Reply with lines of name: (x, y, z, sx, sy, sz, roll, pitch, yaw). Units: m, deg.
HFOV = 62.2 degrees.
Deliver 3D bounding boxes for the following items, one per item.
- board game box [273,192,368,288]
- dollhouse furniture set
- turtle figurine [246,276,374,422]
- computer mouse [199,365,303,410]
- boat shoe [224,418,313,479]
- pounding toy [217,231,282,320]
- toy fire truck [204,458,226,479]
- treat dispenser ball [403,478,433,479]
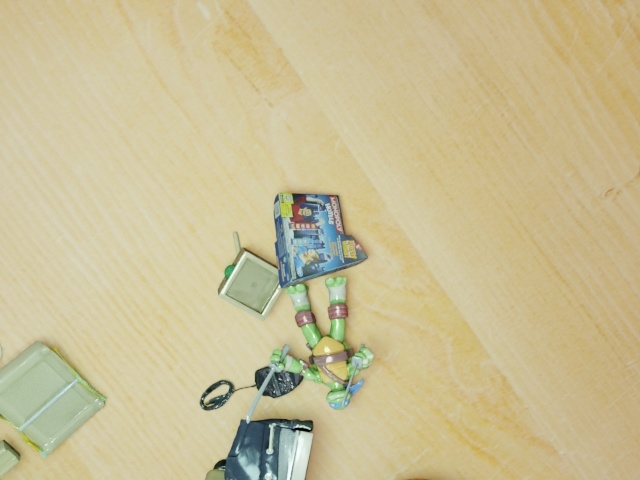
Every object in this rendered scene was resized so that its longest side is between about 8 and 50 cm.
board game box: (0.000, 0.000, 1.141, 0.194, 0.060, 0.194, 1, 71, -28)
dollhouse furniture set: (-0.645, 0.361, 1.120, 0.301, 0.151, 0.198, -42, 114, -20)
turtle figurine: (-0.001, 0.212, 1.078, 0.274, 0.197, 0.267, 5, 69, -43)
computer mouse: (-0.151, 0.321, 1.170, 0.241, 0.041, 0.071, -16, 86, 3)
boat shoe: (-0.117, 0.508, 1.013, 0.157, 0.127, 0.341, 10, 64, 4)
pounding toy: (-0.155, 0.074, 1.145, 0.141, 0.100, 0.130, 31, 89, -14)
toy fire truck: (-0.157, 0.627, 1.121, 0.216, 0.158, 0.247, 10, 101, -4)
treat dispenser ball: (0.208, 0.635, 1.065, 0.287, 0.288, 0.289, 0, 90, -4)
